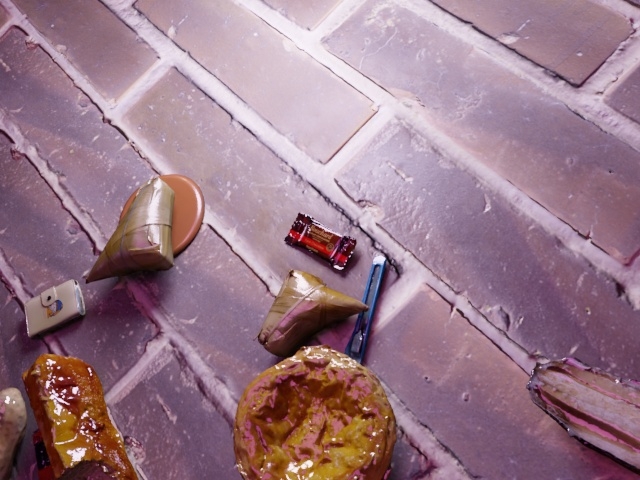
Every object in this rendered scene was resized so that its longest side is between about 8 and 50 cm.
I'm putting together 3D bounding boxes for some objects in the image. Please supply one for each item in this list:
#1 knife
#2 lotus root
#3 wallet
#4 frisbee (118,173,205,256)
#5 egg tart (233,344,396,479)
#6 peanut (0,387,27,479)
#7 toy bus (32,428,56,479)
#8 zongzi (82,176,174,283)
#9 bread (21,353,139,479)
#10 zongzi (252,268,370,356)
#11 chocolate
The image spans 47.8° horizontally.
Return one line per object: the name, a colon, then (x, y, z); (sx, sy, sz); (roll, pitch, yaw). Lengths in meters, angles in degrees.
knife: (0.089, 0.167, 1.523); (0.044, 0.026, 0.297); (2, 68, 36)
lotus root: (0.513, 0.320, 1.258); (0.329, 0.078, 0.167); (27, 56, 31)
wallet: (-0.669, 0.172, 1.819); (0.155, 0.039, 0.110); (-25, 63, 10)
frisbee: (-0.407, -0.059, 1.832); (0.250, 0.021, 0.251); (-8, 64, 17)
egg tart: (-0.004, 0.380, 1.404); (0.341, 0.129, 0.341); (-9, 62, 17)
peanut: (-0.748, 0.472, 1.673); (0.101, 0.117, 0.263); (13, 68, 4)
toy bus: (-0.573, 0.515, 1.590); (0.073, 0.096, 0.235); (-27, 61, 6)
zongzi: (-0.470, -0.017, 1.773); (0.256, 0.115, 0.228); (-18, 58, 25)
bread: (-0.519, 0.414, 1.564); (0.109, 0.185, 0.380); (-40, 59, 8)
zongzi: (-0.018, 0.174, 1.525); (0.197, 0.099, 0.195); (24, 76, 25)
chocolate: (0.000, 0.000, 1.636); (0.182, 0.028, 0.086); (25, 85, 30)
